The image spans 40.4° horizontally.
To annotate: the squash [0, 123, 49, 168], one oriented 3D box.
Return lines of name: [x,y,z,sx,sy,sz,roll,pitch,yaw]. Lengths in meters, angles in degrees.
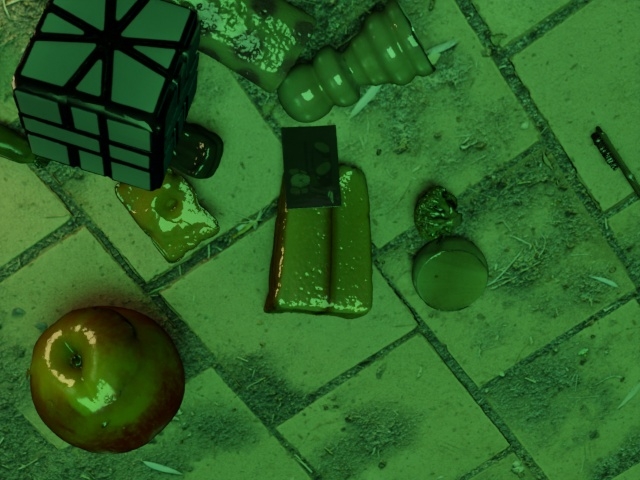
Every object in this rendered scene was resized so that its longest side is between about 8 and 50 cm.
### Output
squash: [-0.747,-0.236,1.899,0.318,0.080,0.071,19,74,-15]

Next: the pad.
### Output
pad: [-0.021,-0.168,1.980,0.127,0.004,0.190,-4,85,-4]

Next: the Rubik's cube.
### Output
Rubik's cube: [-0.408,-0.305,1.707,0.293,0.289,0.283,14,155,-2]

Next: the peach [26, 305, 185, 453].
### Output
peach: [-0.500,0.330,2.054,0.369,0.370,0.370,-2,115,-4]

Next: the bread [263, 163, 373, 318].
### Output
bread: [0.000,0.000,2.085,0.233,0.245,0.362,4,83,-9]

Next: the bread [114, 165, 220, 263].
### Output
bread: [-0.352,-0.077,2.001,0.160,0.088,0.233,-34,111,5]

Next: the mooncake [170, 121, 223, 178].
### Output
mooncake: [-0.301,-0.205,1.902,0.175,0.168,0.104,15,112,-28]

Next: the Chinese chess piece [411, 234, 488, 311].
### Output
Chinese chess piece: [0.318,0.081,2.138,0.188,0.083,0.189,-2,118,-3]

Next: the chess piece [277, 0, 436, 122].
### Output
chess piece: [0.062,-0.363,1.863,0.330,0.182,0.182,-26,114,13]

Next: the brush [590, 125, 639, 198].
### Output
brush: [0.719,-0.168,2.077,0.036,0.043,0.248,-34,114,18]

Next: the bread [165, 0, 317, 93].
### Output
bread: [-0.194,-0.463,1.794,0.338,0.155,0.187,29,105,-16]

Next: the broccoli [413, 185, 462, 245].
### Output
broccoli: [0.277,-0.060,2.045,0.130,0.120,0.131,41,72,-41]
